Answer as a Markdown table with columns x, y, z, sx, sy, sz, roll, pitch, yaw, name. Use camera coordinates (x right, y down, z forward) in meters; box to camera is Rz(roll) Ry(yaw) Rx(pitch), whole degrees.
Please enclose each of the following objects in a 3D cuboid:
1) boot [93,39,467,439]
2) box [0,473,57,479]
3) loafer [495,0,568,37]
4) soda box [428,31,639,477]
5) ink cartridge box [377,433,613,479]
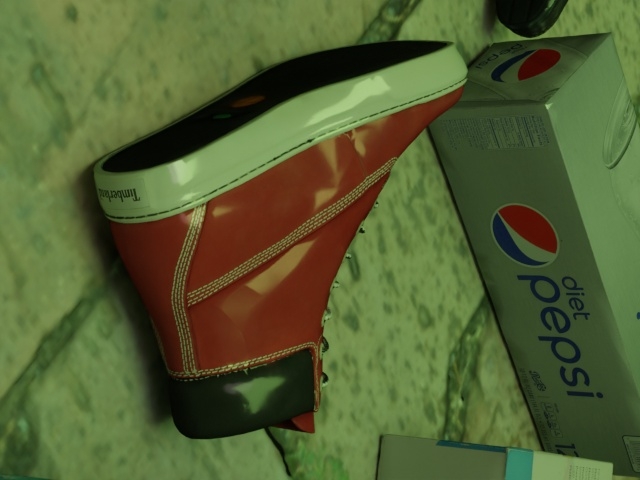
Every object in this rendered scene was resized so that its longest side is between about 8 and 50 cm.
| x | y | z | sx | sy | sz | roll | pitch | yaw | name |
| --- | --- | --- | --- | --- | --- | --- | --- | --- | --- |
| 0.000 | 0.000 | 0.900 | 0.244 | 0.088 | 0.176 | -31 | 114 | -38 | boot |
| -0.053 | 0.162 | 0.819 | 0.244 | 0.100 | 0.060 | 23 | 72 | -49 | box |
| 0.162 | -0.198 | 1.117 | 0.061 | 0.062 | 0.170 | 49 | 56 | -45 | loafer |
| 0.169 | 0.013 | 1.098 | 0.098 | 0.091 | 0.286 | -45 | 123 | -41 | soda box |
| 0.110 | 0.171 | 1.025 | 0.143 | 0.092 | 0.090 | 16 | 78 | -49 | ink cartridge box |
